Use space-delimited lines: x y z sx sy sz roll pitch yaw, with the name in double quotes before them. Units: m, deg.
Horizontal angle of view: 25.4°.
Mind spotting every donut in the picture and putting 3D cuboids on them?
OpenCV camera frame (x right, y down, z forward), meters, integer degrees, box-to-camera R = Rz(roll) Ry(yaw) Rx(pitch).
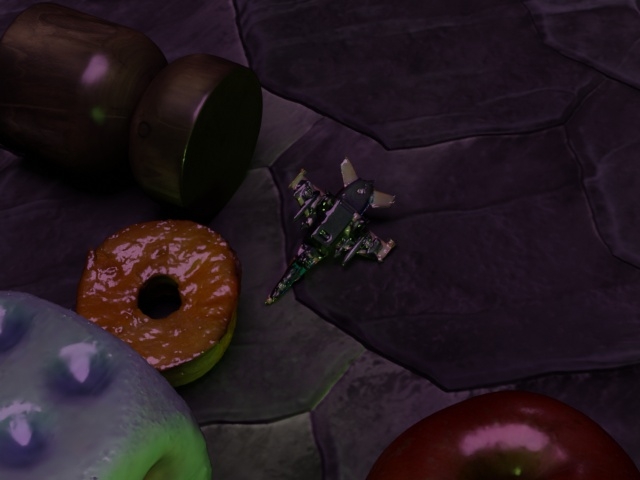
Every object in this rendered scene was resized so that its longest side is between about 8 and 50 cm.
"donut" -0.164 0.072 1.473 0.174 0.074 0.190 -8 53 -6

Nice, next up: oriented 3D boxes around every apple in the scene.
"apple" 0.155 0.257 1.198 0.260 0.216 0.260 -2 48 2

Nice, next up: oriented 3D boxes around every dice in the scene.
"dice" -0.269 0.224 1.214 0.265 0.262 0.268 25 54 23

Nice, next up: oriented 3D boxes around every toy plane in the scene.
"toy plane" 0.003 -0.004 1.540 0.135 0.062 0.188 40 60 1

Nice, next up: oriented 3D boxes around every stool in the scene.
"stool" -0.221 -0.149 1.600 0.264 0.179 0.179 21 52 19
